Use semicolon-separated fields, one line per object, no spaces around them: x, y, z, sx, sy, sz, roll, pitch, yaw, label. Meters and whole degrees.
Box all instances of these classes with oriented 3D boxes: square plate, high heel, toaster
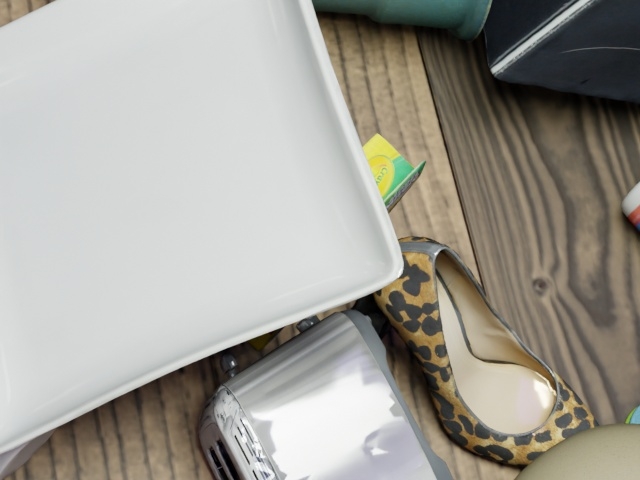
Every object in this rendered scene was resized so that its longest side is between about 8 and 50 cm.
-0.136;-0.046;1.266;0.347;0.049;0.344;-24;62;11;square plate
0.146;0.097;1.351;0.261;0.186;0.093;31;64;1;high heel
0.005;0.176;1.321;0.146;0.129;0.227;-25;82;-17;toaster

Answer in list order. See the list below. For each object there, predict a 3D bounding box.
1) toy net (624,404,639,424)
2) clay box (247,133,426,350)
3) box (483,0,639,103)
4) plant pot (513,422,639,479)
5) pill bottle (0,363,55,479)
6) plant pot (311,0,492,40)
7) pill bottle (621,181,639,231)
0.377;0.189;1.450;0.232;0.045;0.122;34;63;0;toy net
0.000;0.000;1.337;0.053;0.222;0.127;43;65;4;clay box
0.441;-0.318;1.373;0.471;0.480;0.297;8;66;-28;box
0.238;0.249;1.293;0.284;0.284;0.191;14;31;-7;plant pot
-0.281;0.101;1.300;0.169;0.094;0.094;44;65;7;pill bottle
-0.039;-0.337;1.430;0.334;0.341;0.341;-1;68;-5;plant pot
0.377;0.012;1.477;0.124;0.124;0.221;-35;80;-23;pill bottle
